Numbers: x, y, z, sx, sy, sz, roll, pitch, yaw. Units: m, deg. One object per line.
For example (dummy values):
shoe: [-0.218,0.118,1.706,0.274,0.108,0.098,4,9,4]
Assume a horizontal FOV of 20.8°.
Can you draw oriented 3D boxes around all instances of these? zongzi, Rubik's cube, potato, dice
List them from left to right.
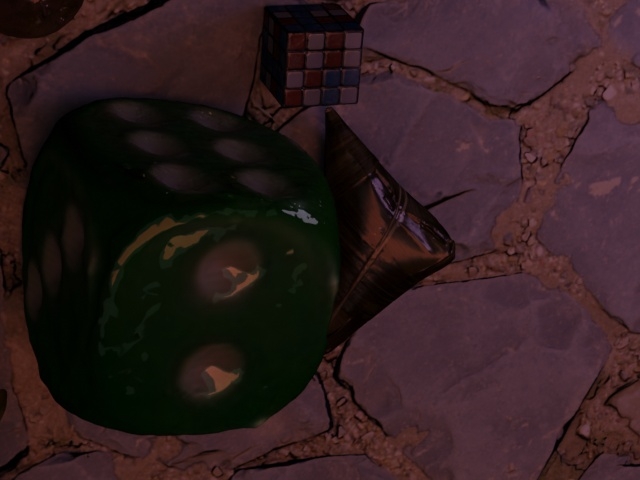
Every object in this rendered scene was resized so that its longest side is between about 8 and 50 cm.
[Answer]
potato: [-0.320,-0.248,1.833,0.172,0.089,0.101,-21,122,-9]
dice: [-0.160,0.025,1.914,0.287,0.297,0.300,1,115,-23]
Rubik's cube: [-0.011,-0.209,1.966,0.092,0.092,0.092,-5,118,-19]
zongzi: [0.000,0.000,2.088,0.247,0.111,0.241,-40,105,10]

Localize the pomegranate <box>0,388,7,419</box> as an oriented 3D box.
pomegranate: [-0.495,0.305,2.002,0.310,0.216,0.358,35,70,-31]
